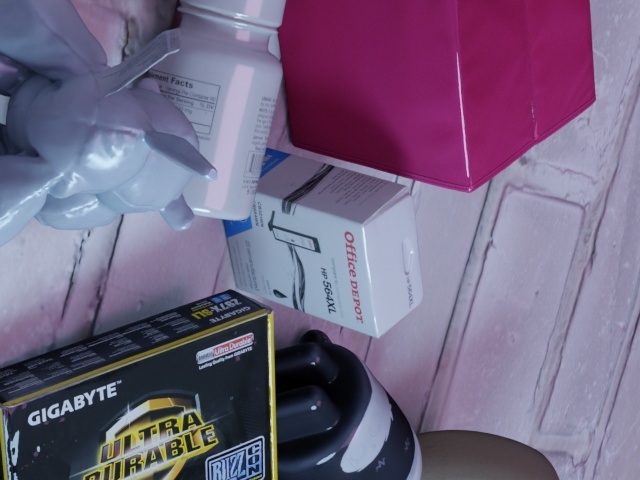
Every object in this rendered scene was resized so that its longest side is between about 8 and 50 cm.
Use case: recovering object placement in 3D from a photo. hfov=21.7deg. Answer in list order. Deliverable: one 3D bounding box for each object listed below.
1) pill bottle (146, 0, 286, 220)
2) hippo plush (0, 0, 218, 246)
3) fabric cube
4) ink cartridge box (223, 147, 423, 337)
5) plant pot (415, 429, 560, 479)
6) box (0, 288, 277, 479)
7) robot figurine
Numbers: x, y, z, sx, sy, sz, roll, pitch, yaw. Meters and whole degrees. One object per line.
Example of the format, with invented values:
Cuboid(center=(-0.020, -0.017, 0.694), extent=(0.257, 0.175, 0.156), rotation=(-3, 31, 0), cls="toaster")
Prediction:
Cuboid(center=(-0.108, -0.144, 1.649), extent=(0.131, 0.131, 0.229), rotation=(5, 100, -53), cls="pill bottle")
Cuboid(center=(-0.209, -0.116, 1.470), extent=(0.236, 0.294, 0.234), rotation=(4, 69, -72), cls="hippo plush")
Cuboid(center=(0.123, -0.241, 1.809), extent=(0.259, 0.254, 0.258), rotation=(-35, 128, -39), cls="fabric cube")
Cuboid(center=(0.000, 0.000, 1.786), extent=(0.086, 0.203, 0.148), rotation=(-38, 131, -38), cls="ink cartridge box")
Cuboid(center=(0.138, 0.350, 2.089), extent=(0.191, 0.284, 0.284), rotation=(30, 79, -28), cls="plant pot")
Cuboid(center=(-0.191, 0.217, 1.693), extent=(0.322, 0.079, 0.257), rotation=(-18, 120, -36), cls="box")
Cuboid(center=(0.007, 0.227, 1.920), extent=(0.209, 0.173, 0.278), rotation=(-55, 140, -16), cls="robot figurine")
